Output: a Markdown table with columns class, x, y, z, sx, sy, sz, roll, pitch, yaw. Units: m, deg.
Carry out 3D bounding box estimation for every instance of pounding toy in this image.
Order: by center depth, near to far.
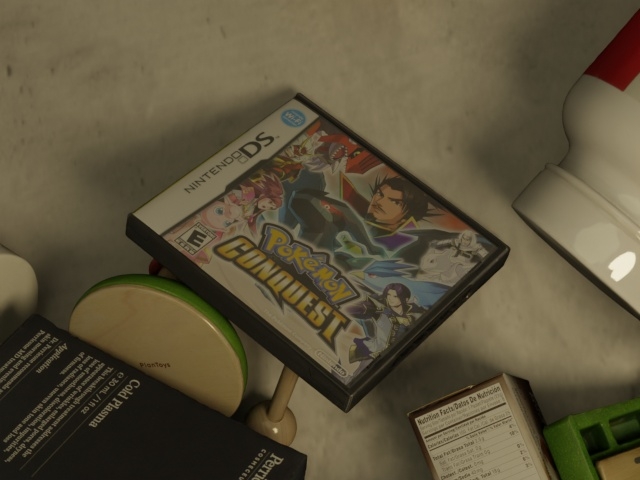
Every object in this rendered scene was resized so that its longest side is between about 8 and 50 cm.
| class | x | y | z | sx | sy | sz | roll | pitch | yaw |
| --- | --- | --- | --- | --- | --- | --- | --- | --- | --- |
| pounding toy | -0.116 | 0.093 | 1.390 | 0.237 | 0.183 | 0.110 | 20 | 42 | 8 |

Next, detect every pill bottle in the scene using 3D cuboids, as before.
| class | x | y | z | sx | sy | sz | roll | pitch | yaw |
| --- | --- | --- | --- | --- | --- | --- | --- | --- | --- |
| pill bottle | 0.362 | -0.127 | 1.239 | 0.229 | 0.229 | 0.407 | 42 | 93 | 18 |

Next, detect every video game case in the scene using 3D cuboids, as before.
| class | x | y | z | sx | sy | sz | roll | pitch | yaw |
| --- | --- | --- | --- | --- | --- | --- | --- | --- | --- |
| video game case | 0.000 | 0.000 | 1.344 | 0.275 | 0.035 | 0.248 | 37 | 53 | 18 |

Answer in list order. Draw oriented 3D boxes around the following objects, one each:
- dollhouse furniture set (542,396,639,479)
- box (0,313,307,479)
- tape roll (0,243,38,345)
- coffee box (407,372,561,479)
| class | x | y | z | sx | sy | sz | roll | pitch | yaw |
| --- | --- | --- | --- | --- | --- | --- | --- | --- | --- |
| dollhouse furniture set | 0.350 | 0.252 | 1.176 | 0.197 | 0.151 | 0.301 | -37 | 70 | 51 |
| box | -0.233 | 0.286 | 1.272 | 0.312 | 0.179 | 0.343 | 25 | 46 | 19 |
| tape roll | -0.424 | 0.078 | 1.417 | 0.169 | 0.246 | 0.246 | 31 | 90 | 17 |
| coffee box | 0.181 | 0.251 | 1.273 | 0.098 | 0.141 | 0.246 | -25 | 74 | 11 |
